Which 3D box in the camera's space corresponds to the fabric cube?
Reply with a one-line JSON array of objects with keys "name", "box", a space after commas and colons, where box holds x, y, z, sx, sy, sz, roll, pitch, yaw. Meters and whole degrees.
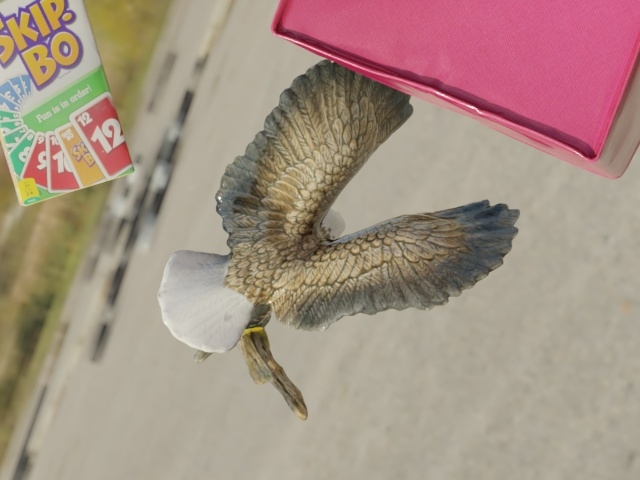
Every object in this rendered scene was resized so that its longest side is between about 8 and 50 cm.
[{"name": "fabric cube", "box": [0.149, -0.210, 1.415, 0.254, 0.259, 0.258, -67, -12, 4]}]

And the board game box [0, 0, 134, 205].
[{"name": "board game box", "box": [-0.289, -0.177, 1.988, 0.039, 0.124, 0.259, 177, 75, -73]}]

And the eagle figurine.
[{"name": "eagle figurine", "box": [0.001, -0.006, 1.799, 0.298, 0.226, 0.225, -39, 35, 28]}]
